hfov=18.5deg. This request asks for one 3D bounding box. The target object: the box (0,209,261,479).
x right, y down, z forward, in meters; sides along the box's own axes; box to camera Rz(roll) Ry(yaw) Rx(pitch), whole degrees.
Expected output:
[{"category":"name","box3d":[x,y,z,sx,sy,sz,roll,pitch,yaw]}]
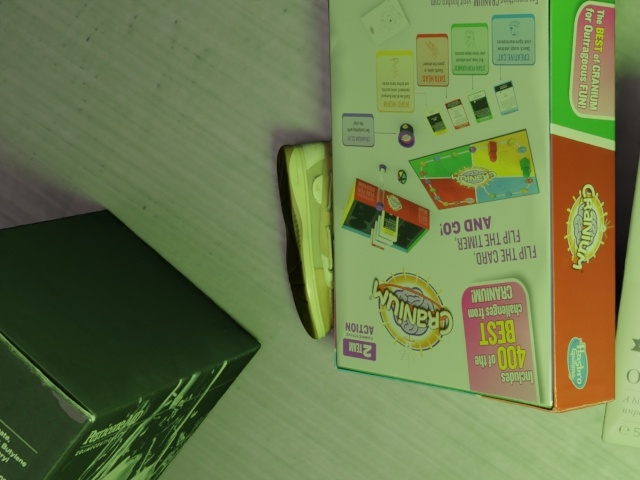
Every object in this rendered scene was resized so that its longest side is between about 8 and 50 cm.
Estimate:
[{"category":"box","box3d":[-0.249,0.160,1.458,0.179,0.343,0.312,40,106,10]}]

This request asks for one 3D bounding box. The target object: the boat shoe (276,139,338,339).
[{"category":"boat shoe","box3d":[-0.001,-0.001,1.524,0.048,0.056,0.153,-8,89,-14]}]

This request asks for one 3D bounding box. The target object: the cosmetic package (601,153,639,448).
[{"category":"cosmetic package","box3d":[0.330,0.042,1.390,0.224,0.138,0.224,8,97,15]}]

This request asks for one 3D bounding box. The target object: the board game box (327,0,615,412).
[{"category":"board game box","box3d":[0.104,-0.050,1.415,0.242,0.064,0.316,7,100,51]}]
